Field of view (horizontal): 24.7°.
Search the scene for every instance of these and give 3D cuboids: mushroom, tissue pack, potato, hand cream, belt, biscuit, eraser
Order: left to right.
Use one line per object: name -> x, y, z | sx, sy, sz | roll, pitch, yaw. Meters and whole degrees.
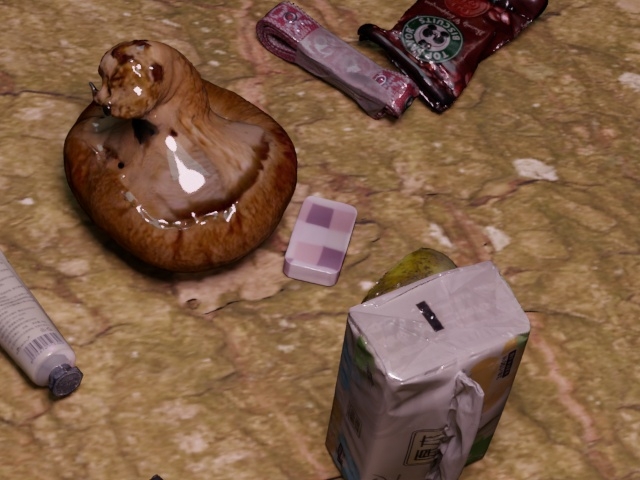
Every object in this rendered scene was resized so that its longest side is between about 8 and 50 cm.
hand cream -> -0.325, 0.074, 1.519 | 0.080, 0.050, 0.234 | -28, 55, -26
mushroom -> -0.143, -0.094, 1.590 | 0.267, 0.254, 0.267 | 10, 67, -24
eraser -> 0.000, 0.000, 1.630 | 0.065, 0.026, 0.105 | 15, 50, 2
belt -> 0.020, -0.216, 1.788 | 0.232, 0.071, 0.053 | 35, 61, 24
potato -> 0.098, 0.071, 1.557 | 0.119, 0.054, 0.198 | 18, 46, 26
tissue pack -> 0.109, 0.157, 1.383 | 0.159, 0.229, 0.145 | -18, 56, -21
biscuit -> 0.163, -0.270, 1.848 | 0.151, 0.063, 0.235 | 35, 57, 20

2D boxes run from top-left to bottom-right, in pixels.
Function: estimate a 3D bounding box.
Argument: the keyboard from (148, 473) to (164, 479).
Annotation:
keyboard -> -0.120, 0.321, 1.355 | 0.072, 0.023, 0.231 | -29, 59, -19
